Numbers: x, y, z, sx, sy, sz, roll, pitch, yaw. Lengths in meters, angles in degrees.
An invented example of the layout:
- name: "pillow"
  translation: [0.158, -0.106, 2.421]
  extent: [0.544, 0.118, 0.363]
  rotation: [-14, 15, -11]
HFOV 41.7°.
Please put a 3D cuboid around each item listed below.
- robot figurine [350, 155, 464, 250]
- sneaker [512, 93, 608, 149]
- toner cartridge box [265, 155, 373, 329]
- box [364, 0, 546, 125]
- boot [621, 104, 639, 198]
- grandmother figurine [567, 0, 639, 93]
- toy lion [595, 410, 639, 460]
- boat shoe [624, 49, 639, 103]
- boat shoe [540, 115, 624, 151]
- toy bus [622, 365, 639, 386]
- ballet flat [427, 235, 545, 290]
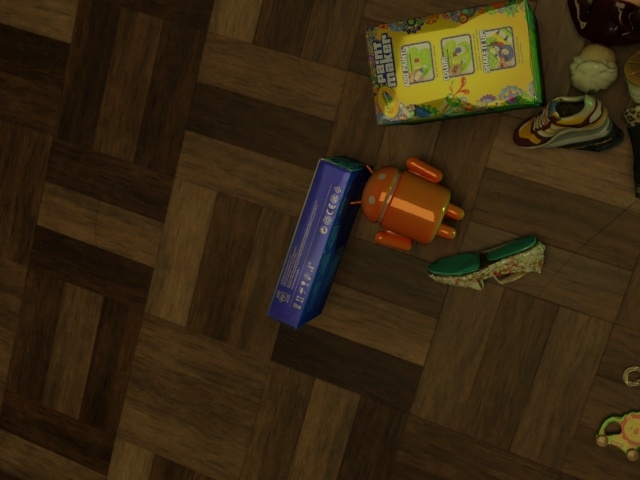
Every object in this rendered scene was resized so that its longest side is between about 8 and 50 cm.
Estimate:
- name: "robot figurine"
  translation: [0.175, -0.069, 1.686]
  extent: [0.219, 0.128, 0.158]
  rotation: [23, 131, 3]
- name: "sneaker"
  translation: [0.428, -0.227, 1.554]
  extent: [0.185, 0.084, 0.070]
  rotation: [-18, 60, 38]
- name: "toner cartridge box"
  translation: [0.000, 0.000, 1.745]
  extent: [0.075, 0.165, 0.348]
  rotation: [23, 104, 14]
- name: "box"
  translation: [0.259, -0.314, 1.546]
  extent: [0.279, 0.290, 0.177]
  rotation: [-6, 96, 18]
- name: "boot"
  translation: [0.680, -0.184, 1.537]
  extent: [0.236, 0.085, 0.179]
  rotation: [-14, 90, 18]
- name: "grandmother figurine"
  translation: [0.547, -0.435, 1.541]
  extent: [0.207, 0.104, 0.342]
  rotation: [30, 111, 40]
- name: "toy lion"
  translation: [0.611, 0.380, 1.672]
  extent: [0.100, 0.034, 0.096]
  rotation: [23, 97, 14]
- name: "boat shoe"
  translation: [0.671, -0.344, 1.516]
  extent: [0.277, 0.096, 0.098]
  rotation: [-31, 56, 3]
- name: "boat shoe"
  translation: [0.483, -0.198, 1.612]
  extent: [0.183, 0.083, 0.065]
  rotation: [0, 72, 44]
- name: "toy bus"
  translation: [0.705, 0.256, 1.581]
  extent: [0.191, 0.104, 0.202]
  rotation: [37, 107, 10]
- name: "ballet flat"
  translation: [0.337, 0.059, 1.689]
  extent: [0.241, 0.091, 0.077]
  rotation: [-15, 115, 23]
